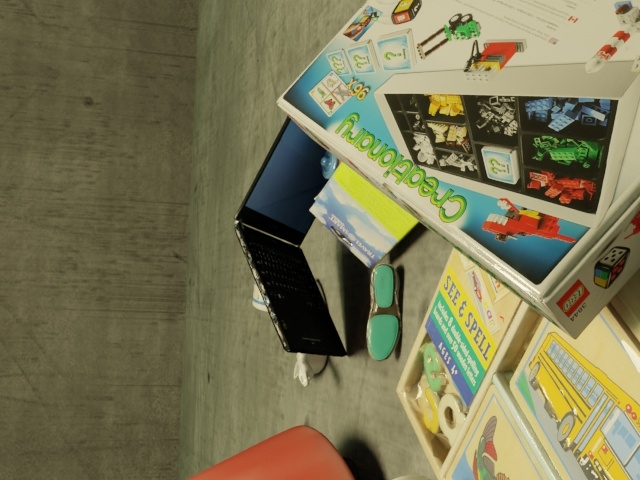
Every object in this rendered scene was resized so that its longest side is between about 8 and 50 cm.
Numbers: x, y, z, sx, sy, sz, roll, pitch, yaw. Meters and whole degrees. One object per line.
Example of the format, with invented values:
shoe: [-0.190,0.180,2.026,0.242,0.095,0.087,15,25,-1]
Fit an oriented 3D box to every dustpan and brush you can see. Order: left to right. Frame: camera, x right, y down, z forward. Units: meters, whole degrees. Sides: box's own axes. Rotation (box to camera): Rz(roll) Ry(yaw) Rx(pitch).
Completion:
dustpan and brush: [-0.020,0.157,1.335,0.211,0.060,0.147,-124,40,-65]

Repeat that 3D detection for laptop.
laptop: [0.000,0.000,1.163,0.264,0.137,0.234,66,-166,16]

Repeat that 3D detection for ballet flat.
ballet flat: [0.077,0.083,1.072,0.041,0.041,0.114,-179,93,-74]

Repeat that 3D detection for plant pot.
plant pot: [-0.091,0.383,1.101,0.275,0.243,0.274,38,134,55]

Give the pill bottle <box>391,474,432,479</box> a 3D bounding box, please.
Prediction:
pill bottle: [0.085,0.240,0.622,0.160,0.087,0.087,-121,37,-51]

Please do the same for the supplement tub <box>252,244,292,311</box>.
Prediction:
supplement tub: [-0.075,0.062,1.529,0.071,0.071,0.107,-144,59,-71]

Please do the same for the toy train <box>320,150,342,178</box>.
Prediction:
toy train: [0.052,-0.146,1.125,0.105,0.080,0.184,156,119,-62]

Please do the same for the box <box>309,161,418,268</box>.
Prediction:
box: [0.060,-0.045,1.029,0.109,0.042,0.178,45,153,3]

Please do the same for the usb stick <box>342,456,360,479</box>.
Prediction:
usb stick: [-0.002,0.372,1.264,0.278,0.045,0.077,118,158,-56]

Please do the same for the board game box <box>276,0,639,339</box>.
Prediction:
board game box: [0.116,-0.096,0.595,0.193,0.053,0.305,-48,42,1]

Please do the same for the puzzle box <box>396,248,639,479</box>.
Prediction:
puzzle box: [0.176,0.161,0.570,0.409,0.052,0.272,-115,31,-43]
